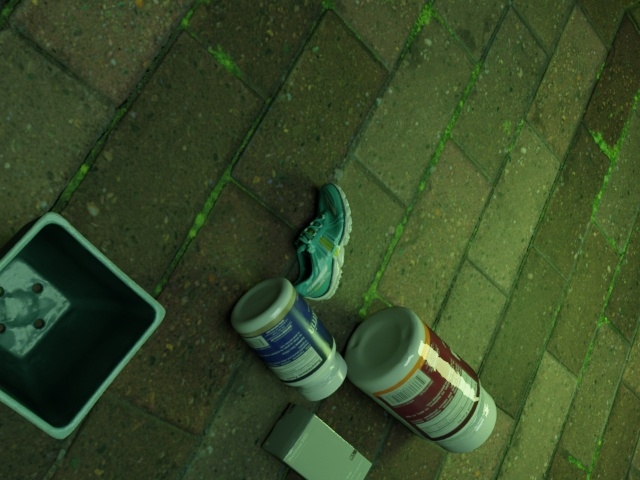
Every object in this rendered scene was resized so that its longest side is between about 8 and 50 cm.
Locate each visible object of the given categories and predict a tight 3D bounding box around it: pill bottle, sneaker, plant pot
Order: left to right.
[{"bbox_3d":[-0.459,0.122,1.040,0.247,0.252,0.247,49,64,-28],"label":"plant pot"},{"bbox_3d":[-0.061,0.219,1.406,0.153,0.153,0.264,-49,119,-25],"label":"pill bottle"},{"bbox_3d":[0.000,0.000,1.480,0.110,0.107,0.275,11,85,-27],"label":"sneaker"},{"bbox_3d":[0.258,0.356,1.607,0.392,0.224,0.224,44,67,-30],"label":"pill bottle"}]

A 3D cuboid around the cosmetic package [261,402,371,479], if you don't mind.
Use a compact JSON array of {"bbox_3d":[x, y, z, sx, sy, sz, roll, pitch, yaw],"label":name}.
[{"bbox_3d":[-0.006,0.494,1.489,0.238,0.107,0.127,47,68,-32],"label":"cosmetic package"}]
